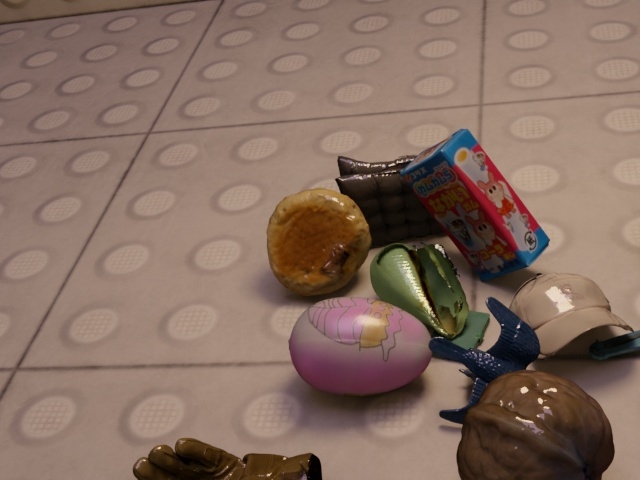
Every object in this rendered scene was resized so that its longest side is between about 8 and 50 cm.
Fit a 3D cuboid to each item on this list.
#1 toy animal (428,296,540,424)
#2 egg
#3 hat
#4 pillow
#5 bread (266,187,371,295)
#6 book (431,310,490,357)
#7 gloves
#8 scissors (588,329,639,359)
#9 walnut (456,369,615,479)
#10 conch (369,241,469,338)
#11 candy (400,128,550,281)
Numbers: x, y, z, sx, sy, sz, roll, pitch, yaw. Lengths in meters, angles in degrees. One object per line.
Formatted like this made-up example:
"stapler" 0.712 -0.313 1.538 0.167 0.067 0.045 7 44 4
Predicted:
"toy animal" 0.325 0.234 1.705 0.255 0.239 0.176 21 -4 -20
"egg" 0.075 0.202 1.789 0.271 0.196 0.196 -4 36 22
"hat" 0.465 0.128 1.787 0.219 0.164 0.226 -16 -8 -5
"pillow" 0.203 -0.104 2.130 0.326 0.228 0.101 -8 44 4
"bread" 0.000 0.000 2.071 0.244 0.244 0.134 -4 3 13
"book" 0.279 0.189 1.893 0.103 0.017 0.135 7 40 28
"gloves" -0.162 0.426 1.612 0.331 0.141 0.154 -1 62 0
"scissors" 0.699 0.170 1.776 0.393 0.032 0.180 -14 36 -3
"walnut" 0.339 0.332 1.506 0.248 0.248 0.248 -8 36 6
"conch" 0.213 0.086 1.934 0.143 0.137 0.250 -37 35 -26
"candy" 0.322 -0.070 1.962 0.100 0.306 0.157 -41 8 -32
